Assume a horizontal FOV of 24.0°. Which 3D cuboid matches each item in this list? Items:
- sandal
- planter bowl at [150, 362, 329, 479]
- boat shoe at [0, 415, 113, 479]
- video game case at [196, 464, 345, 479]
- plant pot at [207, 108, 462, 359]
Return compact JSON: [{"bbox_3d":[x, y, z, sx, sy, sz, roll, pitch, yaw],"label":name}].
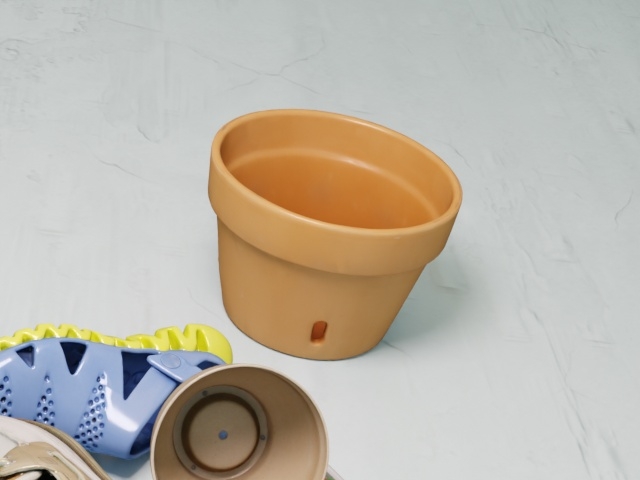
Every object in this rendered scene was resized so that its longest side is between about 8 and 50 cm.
[{"bbox_3d":[-0.209,0.159,1.474,0.317,0.126,0.138,-6,38,-28],"label":"sandal"},{"bbox_3d":[-0.083,0.187,1.388,0.162,0.162,0.109,5,2,-14],"label":"planter bowl"},{"bbox_3d":[-0.244,0.222,1.284,0.302,0.113,0.103,20,-5,33],"label":"boat shoe"},{"bbox_3d":[-0.041,0.316,1.349,0.300,0.036,0.329,-12,37,-37],"label":"video game case"},{"bbox_3d":[0.000,0.000,1.750,0.291,0.203,0.291,10,30,-6],"label":"plant pot"}]
